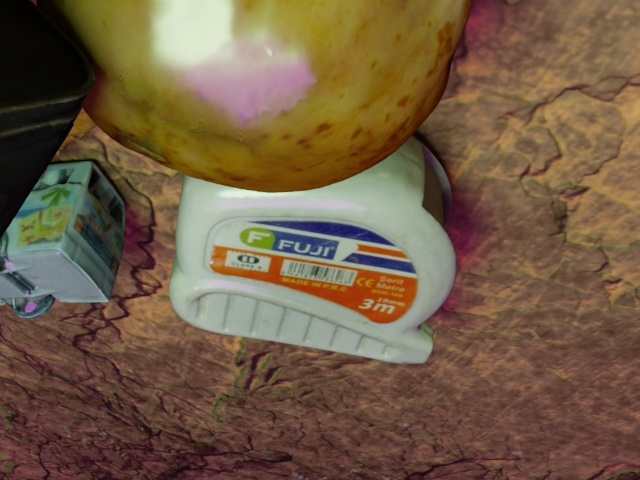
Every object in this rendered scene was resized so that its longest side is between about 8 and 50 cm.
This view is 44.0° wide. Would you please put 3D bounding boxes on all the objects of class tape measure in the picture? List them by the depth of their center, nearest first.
[{"bbox_3d":[0.000,0.000,0.723,0.258,0.130,0.265,11,139,-6],"label":"tape measure"}]

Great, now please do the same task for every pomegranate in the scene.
[{"bbox_3d":[-0.039,-0.145,0.449,0.248,0.248,0.248,6,144,5],"label":"pomegranate"}]

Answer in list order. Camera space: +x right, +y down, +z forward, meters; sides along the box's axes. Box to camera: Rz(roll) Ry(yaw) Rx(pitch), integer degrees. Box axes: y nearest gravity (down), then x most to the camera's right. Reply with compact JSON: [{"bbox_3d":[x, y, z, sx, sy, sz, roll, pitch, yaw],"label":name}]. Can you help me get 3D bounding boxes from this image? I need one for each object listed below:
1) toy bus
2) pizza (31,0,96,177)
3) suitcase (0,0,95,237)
[{"bbox_3d":[-0.363,0.001,0.793,0.330,0.135,0.109,-3,147,16],"label":"toy bus"},{"bbox_3d":[-0.281,-0.128,0.653,0.365,0.073,0.182,-25,130,37],"label":"pizza"},{"bbox_3d":[-0.312,-0.129,0.312,0.434,0.283,0.194,45,116,3],"label":"suitcase"}]
